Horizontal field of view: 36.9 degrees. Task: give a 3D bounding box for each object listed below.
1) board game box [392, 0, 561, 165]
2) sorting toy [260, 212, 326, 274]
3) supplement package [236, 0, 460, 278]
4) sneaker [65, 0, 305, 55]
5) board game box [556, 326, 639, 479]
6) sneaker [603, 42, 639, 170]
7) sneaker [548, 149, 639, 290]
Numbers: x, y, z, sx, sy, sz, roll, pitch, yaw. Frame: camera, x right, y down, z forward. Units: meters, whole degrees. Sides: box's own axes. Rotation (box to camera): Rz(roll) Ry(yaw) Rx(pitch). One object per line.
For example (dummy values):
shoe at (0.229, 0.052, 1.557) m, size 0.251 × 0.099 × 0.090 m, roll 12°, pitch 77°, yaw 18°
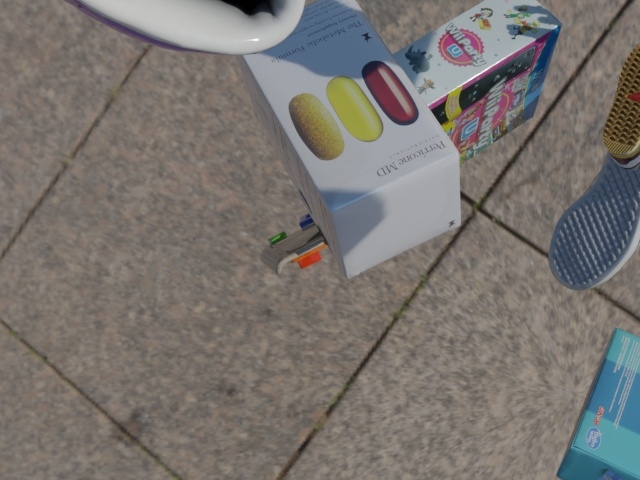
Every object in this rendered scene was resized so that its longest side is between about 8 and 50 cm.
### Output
board game box at (0.170, -0.188, 1.325) m, size 0.303 × 0.224 × 0.097 m, roll -34°, pitch 67°, yaw -14°
sorting toy at (0.000, 0.000, 1.595) m, size 0.196 × 0.347 × 0.047 m, roll -31°, pitch 101°, yaw -8°
supplement package at (0.027, -0.110, 0.974) m, size 0.139 × 0.134 × 0.244 m, roll -26°, pitch 59°, yaw -6°
sneaker at (-0.115, -0.161, 0.315) m, size 0.282 × 0.161 × 0.102 m, roll 30°, pitch 107°, yaw -20°
board game box at (0.532, 0.294, 1.344) m, size 0.336 × 0.079 × 0.254 m, roll 24°, pitch 46°, yaw 15°
sneaker at (0.435, -0.186, 1.291) m, size 0.069 × 0.084 × 0.186 m, roll 23°, pitch 83°, yaw 34°
sneaker at (0.470, -0.064, 1.471) m, size 0.126 × 0.127 × 0.321 m, roll 40°, pitch 125°, yaw 26°
